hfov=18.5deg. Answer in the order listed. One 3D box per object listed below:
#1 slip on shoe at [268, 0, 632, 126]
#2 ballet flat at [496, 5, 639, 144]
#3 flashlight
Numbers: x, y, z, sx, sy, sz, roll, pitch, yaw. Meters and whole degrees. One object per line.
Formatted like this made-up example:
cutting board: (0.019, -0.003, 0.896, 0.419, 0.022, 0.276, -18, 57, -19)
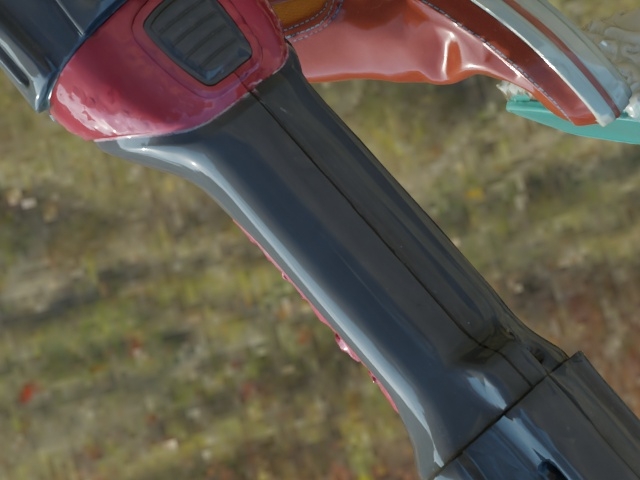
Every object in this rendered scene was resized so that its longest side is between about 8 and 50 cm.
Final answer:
slip on shoe: (0.009, -0.121, 1.030, 0.331, 0.101, 0.123, 24, 178, 23)
ballet flat: (0.301, -0.117, 1.399, 0.147, 0.147, 0.409, -8, -165, -36)
flashlight: (0.000, 0.000, 0.737, 0.103, 0.304, 0.103, -45, 172, 28)
